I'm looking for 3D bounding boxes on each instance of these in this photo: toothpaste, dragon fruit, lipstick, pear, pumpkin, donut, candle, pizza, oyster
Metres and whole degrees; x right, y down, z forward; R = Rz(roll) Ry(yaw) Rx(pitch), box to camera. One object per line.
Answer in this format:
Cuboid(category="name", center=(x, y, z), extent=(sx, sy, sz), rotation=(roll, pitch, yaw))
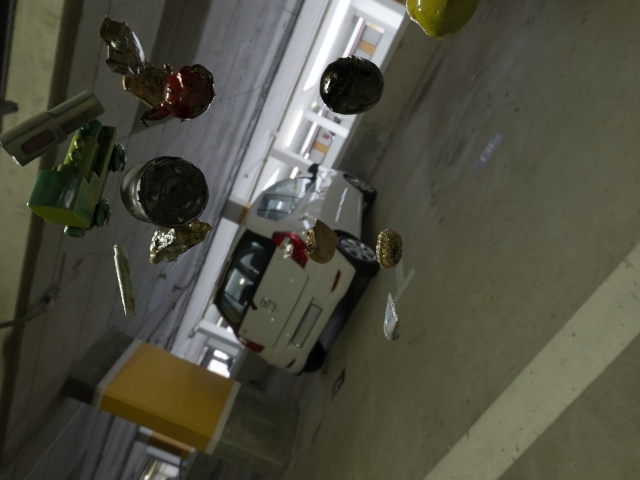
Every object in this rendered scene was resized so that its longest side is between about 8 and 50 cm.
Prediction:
Cuboid(category="toothpaste", center=(0.228, 0.254, 1.375), extent=(0.234, 0.057, 0.089), rotation=(75, -178, -57))
Cuboid(category="dragon fruit", center=(-0.377, -0.365, 1.132), extent=(0.246, 0.125, 0.125), rotation=(-25, 37, 14))
Cuboid(category="lipstick", center=(-0.686, -0.295, 1.117), extent=(0.253, 0.077, 0.079), rotation=(-44, -36, -25))
Cuboid(category="pear", center=(0.344, -0.663, 1.191), extent=(0.200, 0.200, 0.200), rotation=(-155, 90, -85))
Cuboid(category="pumpkin", center=(0.109, -0.541, 1.527), extent=(0.233, 0.233, 0.162), rotation=(130, 143, -73))
Cuboid(category="donut", center=(0.291, 0.035, 1.803), extent=(0.175, 0.068, 0.174), rotation=(-14, -74, -58))
Cuboid(category="candle", center=(-0.446, -0.130, 1.187), extent=(0.330, 0.187, 0.187), rotation=(8, 71, 52))
Cuboid(category="pizza", center=(-0.625, -0.607, 1.715), extent=(0.071, 0.297, 0.189), rotation=(8, 75, 60))
Cuboid(category="oyster", center=(-0.525, -0.010, 1.563), extent=(0.341, 0.110, 0.166), rotation=(-10, 60, 43))
Cuboid(category="toothpaste", center=(-0.783, 0.162, 1.733), extent=(0.056, 0.058, 0.314), rotation=(-35, 66, 40))
Cuboid(category="pizza", center=(0.002, 0.006, 1.376), extent=(0.056, 0.134, 0.271), rotation=(-24, 13, 19))

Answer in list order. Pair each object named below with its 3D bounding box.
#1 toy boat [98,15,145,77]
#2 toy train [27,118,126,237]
Cuboid(category="toy boat", center=(-0.607, -0.572, 1.347), extent=(0.321, 0.089, 0.121), rotation=(-169, 90, -78))
Cuboid(category="toy train", center=(-0.676, -0.201, 1.243), extent=(0.237, 0.150, 0.368), rotation=(113, 162, -66))
